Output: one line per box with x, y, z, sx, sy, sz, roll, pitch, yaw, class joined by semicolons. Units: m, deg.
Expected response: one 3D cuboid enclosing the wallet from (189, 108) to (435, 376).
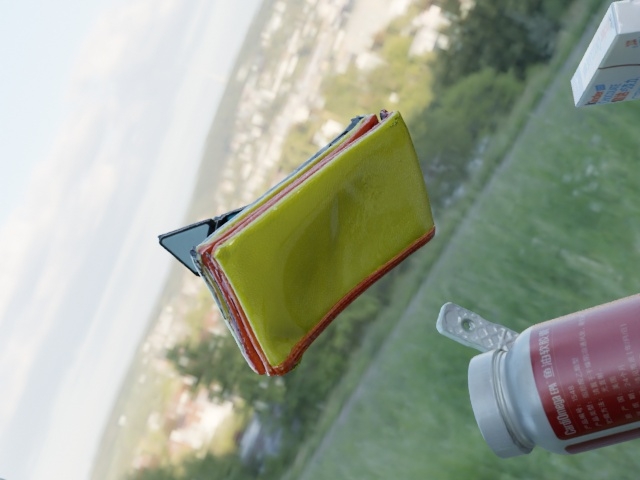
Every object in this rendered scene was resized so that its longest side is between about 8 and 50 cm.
0.000;0.000;1.081;0.067;0.141;0.241;7;38;48;wallet

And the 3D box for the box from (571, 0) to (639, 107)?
0.465;-0.243;1.509;0.273;0.264;0.048;87;174;-78;box

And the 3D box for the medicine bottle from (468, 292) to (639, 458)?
0.275;0.126;1.153;0.250;0.131;0.131;-19;32;24;medicine bottle

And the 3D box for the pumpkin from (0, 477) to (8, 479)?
-0.129;0.302;0.633;0.199;0.332;0.332;-50;-4;-29;pumpkin

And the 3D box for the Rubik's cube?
-0.054;0.051;1.843;0.284;0.250;0.234;-9;-102;-79;Rubik's cube

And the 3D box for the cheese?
0.247;0.139;1.370;0.050;0.255;0.127;125;167;-58;cheese
